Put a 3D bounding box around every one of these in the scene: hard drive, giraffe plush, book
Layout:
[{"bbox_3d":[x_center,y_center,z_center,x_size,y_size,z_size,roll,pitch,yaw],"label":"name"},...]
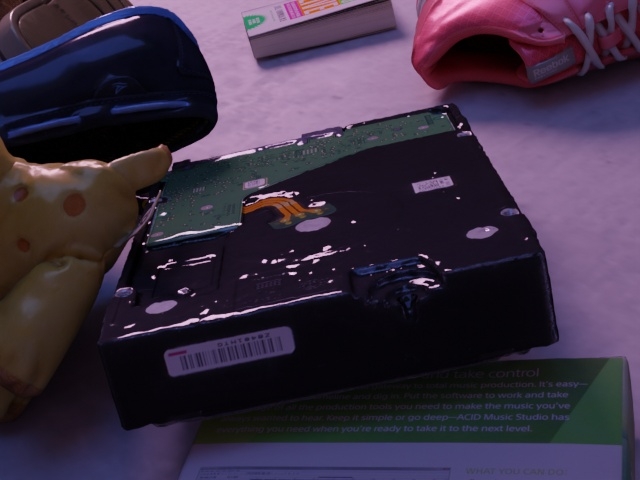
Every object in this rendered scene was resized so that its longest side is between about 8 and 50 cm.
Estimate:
[{"bbox_3d":[0.000,0.000,0.768,0.237,0.064,0.339,-12,20,2],"label":"hard drive"},{"bbox_3d":[-0.211,-0.014,0.743,0.170,0.210,0.181,31,41,-11],"label":"giraffe plush"},{"bbox_3d":[-0.004,-0.226,1.217,0.144,0.035,0.096,-15,28,-2],"label":"book"}]

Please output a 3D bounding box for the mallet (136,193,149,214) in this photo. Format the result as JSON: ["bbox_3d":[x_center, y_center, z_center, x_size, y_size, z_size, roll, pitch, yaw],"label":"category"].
[{"bbox_3d":[-0.210,-0.045,0.978,0.189,0.062,0.039,-1,-9,12],"label":"mallet"}]

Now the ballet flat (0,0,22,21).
[{"bbox_3d":[-0.316,-0.257,1.221,0.124,0.342,0.116,11,-25,-31],"label":"ballet flat"}]

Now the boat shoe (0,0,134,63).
[{"bbox_3d":[-0.246,-0.173,1.128,0.103,0.113,0.302,-39,3,20],"label":"boat shoe"}]

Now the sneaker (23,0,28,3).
[{"bbox_3d":[-0.353,-0.256,1.338,0.090,0.145,0.270,24,68,-13],"label":"sneaker"}]

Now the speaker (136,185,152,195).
[{"bbox_3d":[-0.166,-0.091,1.039,0.055,0.055,0.136,-16,32,-5],"label":"speaker"}]

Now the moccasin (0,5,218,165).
[{"bbox_3d":[-0.236,-0.054,0.892,0.342,0.138,0.117,-32,63,4],"label":"moccasin"}]

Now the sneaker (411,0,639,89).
[{"bbox_3d":[0.221,-0.175,1.008,0.314,0.116,0.136,-3,43,27],"label":"sneaker"}]

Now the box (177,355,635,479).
[{"bbox_3d":[0.026,0.175,0.558,0.232,0.058,0.322,-2,35,17],"label":"box"}]
